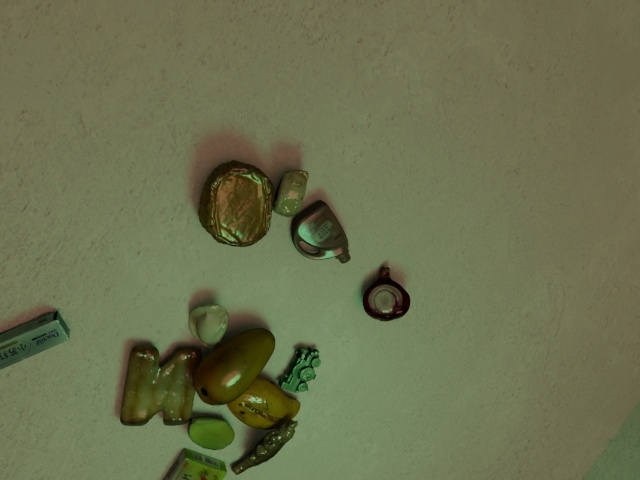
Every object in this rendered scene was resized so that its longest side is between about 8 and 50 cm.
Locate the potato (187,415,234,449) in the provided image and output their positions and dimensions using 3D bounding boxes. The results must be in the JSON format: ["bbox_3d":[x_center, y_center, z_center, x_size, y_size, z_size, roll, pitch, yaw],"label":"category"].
[{"bbox_3d":[-0.389,0.664,1.894,0.197,0.054,0.120,27,97,-37],"label":"potato"}]

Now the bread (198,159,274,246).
[{"bbox_3d":[-0.259,-0.114,1.668,0.227,0.142,0.254,7,101,-21],"label":"bread"}]

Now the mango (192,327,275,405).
[{"bbox_3d":[-0.275,0.406,1.785,0.317,0.211,0.173,-40,85,-24],"label":"mango"}]

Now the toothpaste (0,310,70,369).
[{"bbox_3d":[-0.910,0.312,1.593,0.312,0.071,0.089,-24,117,-13],"label":"toothpaste"}]

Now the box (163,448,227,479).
[{"bbox_3d":[-0.478,0.891,1.937,0.175,0.062,0.261,32,94,-26],"label":"box"}]

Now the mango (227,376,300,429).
[{"bbox_3d":[-0.199,0.584,1.915,0.294,0.120,0.177,34,94,-26],"label":"mango"}]

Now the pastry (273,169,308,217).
[{"bbox_3d":[-0.094,-0.152,1.711,0.088,0.166,0.166,17,100,-11],"label":"pastry"}]

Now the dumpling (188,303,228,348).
[{"bbox_3d":[-0.375,0.278,1.770,0.134,0.169,0.100,25,53,2],"label":"dumpling"}]

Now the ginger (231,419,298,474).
[{"bbox_3d":[-0.187,0.746,1.944,0.166,0.080,0.333,-8,143,-44],"label":"ginger"}]

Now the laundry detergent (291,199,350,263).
[{"bbox_3d":[0.000,0.000,1.837,0.171,0.076,0.237,-34,117,-7],"label":"laundry detergent"}]

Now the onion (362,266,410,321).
[{"bbox_3d":[0.236,0.200,1.971,0.173,0.135,0.199,4,66,-4],"label":"onion"}]

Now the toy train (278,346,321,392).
[{"bbox_3d":[-0.071,0.465,1.956,0.104,0.071,0.178,25,96,-22],"label":"toy train"}]

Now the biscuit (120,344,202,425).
[{"bbox_3d":[-0.528,0.481,1.791,0.236,0.062,0.291,5,105,-23],"label":"biscuit"}]
